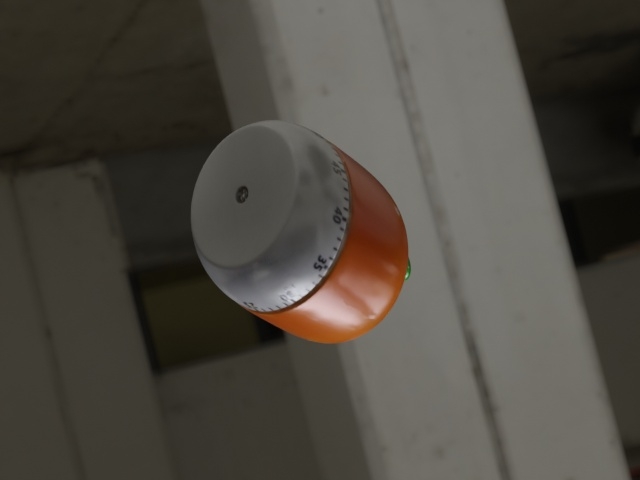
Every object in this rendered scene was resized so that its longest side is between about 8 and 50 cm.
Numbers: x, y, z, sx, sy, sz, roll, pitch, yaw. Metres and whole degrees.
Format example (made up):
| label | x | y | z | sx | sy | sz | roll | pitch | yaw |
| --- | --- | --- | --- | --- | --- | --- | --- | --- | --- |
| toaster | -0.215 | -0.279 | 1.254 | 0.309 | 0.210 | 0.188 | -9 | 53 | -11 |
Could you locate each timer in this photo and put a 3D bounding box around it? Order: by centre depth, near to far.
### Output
| label | x | y | z | sx | sy | sz | roll | pitch | yaw |
| --- | --- | --- | --- | --- | --- | --- | --- | --- | --- |
| timer | 0.000 | 0.000 | 0.931 | 0.099 | 0.136 | 0.136 | -46 | 161 | 25 |
